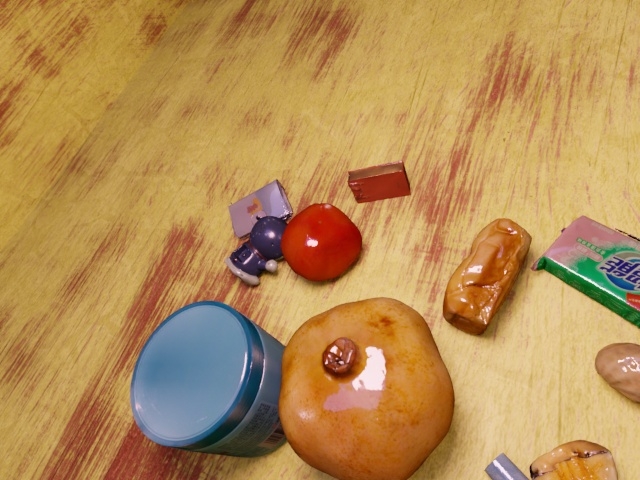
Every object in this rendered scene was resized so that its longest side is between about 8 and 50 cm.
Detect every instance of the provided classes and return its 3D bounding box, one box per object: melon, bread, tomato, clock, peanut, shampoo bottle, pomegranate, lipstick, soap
[{"bbox_3d":[0.515,0.487,0.838,0.160,0.079,0.128,-23,71,5],"label":"melon"},{"bbox_3d":[0.428,0.091,1.061,0.132,0.167,0.295,23,72,33],"label":"bread"},{"bbox_3d":[-0.002,-0.003,1.286,0.259,0.180,0.260,2,53,-3],"label":"tomato"},{"bbox_3d":[-0.196,0.030,1.400,0.243,0.146,0.199,-47,48,0],"label":"clock"},{"bbox_3d":[0.728,0.281,0.835,0.290,0.130,0.130,0,60,25],"label":"peanut"},{"bbox_3d":[-0.239,0.374,1.072,0.330,0.343,0.332,-12,55,18],"label":"shampoo bottle"},{"bbox_3d":[0.093,0.321,0.936,0.416,0.417,0.417,-11,56,17],"label":"pomegranate"},{"bbox_3d":[0.453,0.559,0.817,0.061,0.068,0.274,-40,51,-5],"label":"lipstick"},{"bbox_3d":[0.699,0.072,0.998,0.218,0.098,0.273,-47,51,-1],"label":"soap"}]

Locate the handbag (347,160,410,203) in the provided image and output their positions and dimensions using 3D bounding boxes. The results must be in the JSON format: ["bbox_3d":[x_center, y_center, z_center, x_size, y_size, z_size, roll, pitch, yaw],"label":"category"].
[{"bbox_3d":[0.193,-0.190,1.369,0.190,0.127,0.063,-7,56,20],"label":"handbag"}]

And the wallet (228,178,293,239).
[{"bbox_3d":[-0.225,-0.109,1.543,0.230,0.069,0.170,-25,71,12],"label":"wallet"}]
